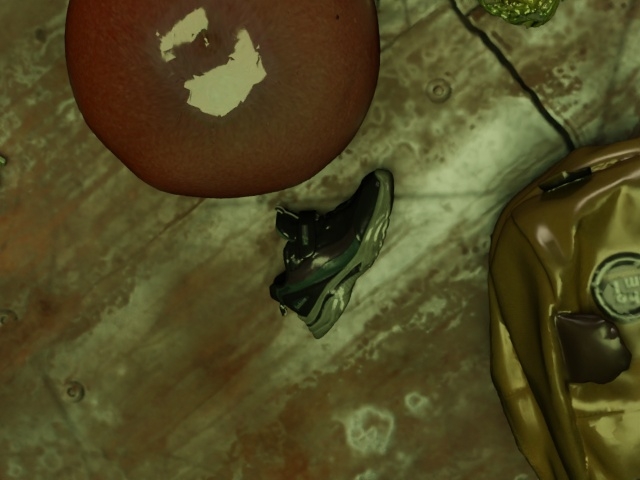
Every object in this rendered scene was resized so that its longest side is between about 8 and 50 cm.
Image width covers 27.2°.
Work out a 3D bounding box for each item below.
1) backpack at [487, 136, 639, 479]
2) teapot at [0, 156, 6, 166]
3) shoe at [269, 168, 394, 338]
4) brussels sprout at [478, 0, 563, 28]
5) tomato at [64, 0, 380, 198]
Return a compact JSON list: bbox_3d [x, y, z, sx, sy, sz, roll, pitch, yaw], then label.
[{"bbox_3d":[0.320,0.090,1.123,0.354,0.201,0.378,-16,102,12],"label":"backpack"},{"bbox_3d":[-0.328,-0.056,1.196,0.064,0.064,0.083,43,72,-1],"label":"teapot"},{"bbox_3d":[0.000,0.000,1.185,0.099,0.071,0.169,27,109,-2],"label":"shoe"},{"bbox_3d":[0.176,-0.216,1.119,0.085,0.058,0.085,-5,79,25],"label":"brussels sprout"},{"bbox_3d":[-0.079,-0.155,1.069,0.256,0.224,0.255,0,96,3],"label":"tomato"}]
